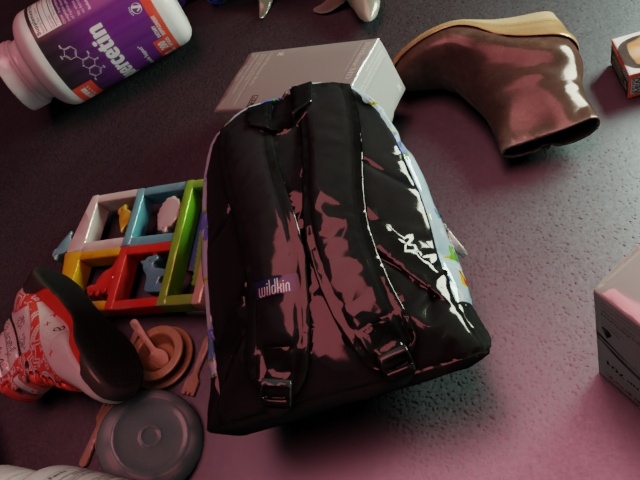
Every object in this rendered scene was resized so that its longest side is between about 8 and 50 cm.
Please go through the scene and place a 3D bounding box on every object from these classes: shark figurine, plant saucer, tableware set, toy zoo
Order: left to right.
[{"bbox_3d":[-0.263,0.013,0.921,0.293,0.030,0.192,-6,61,25],"label":"toy zoo"},{"bbox_3d":[-0.221,0.188,0.800,0.128,0.039,0.194,2,59,23],"label":"tableware set"},{"bbox_3d":[-0.192,0.224,0.739,0.119,0.021,0.119,6,58,-10],"label":"plant saucer"},{"bbox_3d":[-0.001,-0.466,1.112,0.278,0.116,0.166,19,65,29],"label":"shark figurine"}]

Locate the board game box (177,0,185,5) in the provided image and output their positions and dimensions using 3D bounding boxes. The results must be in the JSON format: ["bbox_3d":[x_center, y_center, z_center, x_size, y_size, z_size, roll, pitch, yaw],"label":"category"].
[{"bbox_3d":[-0.278,-0.670,1.296,0.233,0.078,0.347,-53,37,41],"label":"board game box"}]

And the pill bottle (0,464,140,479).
[{"bbox_3d":[-0.228,0.313,0.641,0.283,0.160,0.160,2,59,24],"label":"pill bottle"}]

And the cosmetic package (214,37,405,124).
[{"bbox_3d":[-0.016,-0.198,0.919,0.238,0.107,0.127,3,57,39],"label":"cosmetic package"}]

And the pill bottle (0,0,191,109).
[{"bbox_3d":[-0.406,-0.365,1.162,0.323,0.181,0.181,-30,52,2],"label":"pill bottle"}]

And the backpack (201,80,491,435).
[{"bbox_3d":[0.000,0.000,0.724,0.290,0.273,0.356,-20,76,10],"label":"backpack"}]

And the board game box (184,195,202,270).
[{"bbox_3d":[-0.140,-0.026,0.918,0.168,0.033,0.133,-44,52,0],"label":"board game box"}]

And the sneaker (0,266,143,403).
[{"bbox_3d":[-0.323,0.158,0.814,0.270,0.090,0.145,36,98,39],"label":"sneaker"}]

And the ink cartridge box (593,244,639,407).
[{"bbox_3d":[0.312,0.100,0.547,0.082,0.191,0.139,-39,52,-5],"label":"ink cartridge box"}]

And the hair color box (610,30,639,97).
[{"bbox_3d":[0.446,-0.234,0.814,0.141,0.043,0.072,-15,54,13],"label":"hair color box"}]

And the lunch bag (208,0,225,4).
[{"bbox_3d":[-0.139,-0.588,1.191,0.293,0.138,0.221,-23,62,43],"label":"lunch bag"}]

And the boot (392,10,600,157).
[{"bbox_3d":[0.216,-0.197,0.853,0.248,0.090,0.207,-13,56,16],"label":"boot"}]
